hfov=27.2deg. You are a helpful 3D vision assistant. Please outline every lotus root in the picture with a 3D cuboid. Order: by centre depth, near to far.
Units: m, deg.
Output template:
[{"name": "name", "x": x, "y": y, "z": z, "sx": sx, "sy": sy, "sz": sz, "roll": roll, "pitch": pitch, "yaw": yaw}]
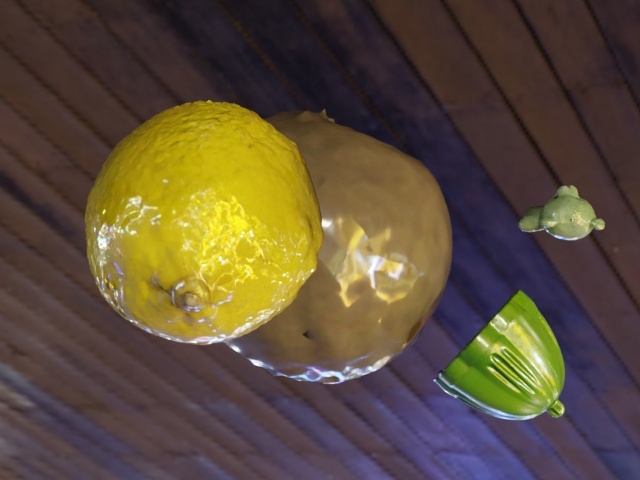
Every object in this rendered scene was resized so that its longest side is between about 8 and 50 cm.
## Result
[{"name": "lotus root", "x": 0.278, "y": 0.189, "z": 1.865, "sx": 0.186, "sy": 0.186, "sz": 0.186, "roll": 9, "pitch": 152, "yaw": 5}]

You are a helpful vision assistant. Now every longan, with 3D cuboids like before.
[{"name": "longan", "x": -0.005, "y": -0.004, "z": 1.968, "sx": 0.404, "sy": 0.436, "sz": 0.404, "roll": 4, "pitch": 119, "yaw": 7}]

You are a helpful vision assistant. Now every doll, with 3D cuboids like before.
[{"name": "doll", "x": 0.341, "y": -0.042, "z": 1.913, "sx": 0.115, "sy": 0.077, "sz": 0.150, "roll": -4, "pitch": -175, "yaw": -11}]

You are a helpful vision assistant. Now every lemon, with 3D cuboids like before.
[{"name": "lemon", "x": -0.129, "y": -0.019, "z": 1.464, "sx": 0.268, "sy": 0.268, "sz": 0.322, "roll": 17, "pitch": -167, "yaw": -11}]
